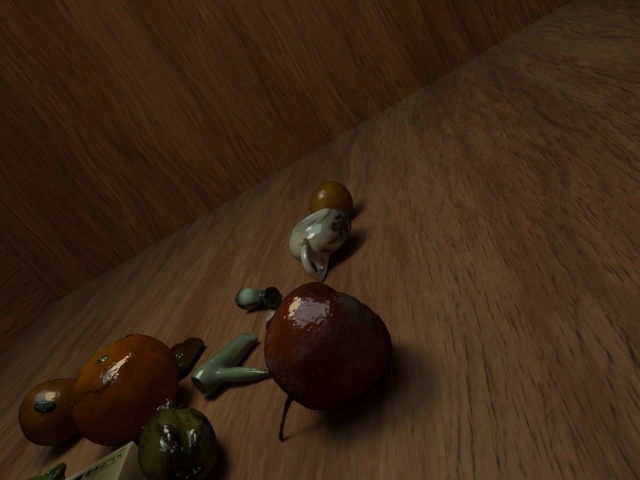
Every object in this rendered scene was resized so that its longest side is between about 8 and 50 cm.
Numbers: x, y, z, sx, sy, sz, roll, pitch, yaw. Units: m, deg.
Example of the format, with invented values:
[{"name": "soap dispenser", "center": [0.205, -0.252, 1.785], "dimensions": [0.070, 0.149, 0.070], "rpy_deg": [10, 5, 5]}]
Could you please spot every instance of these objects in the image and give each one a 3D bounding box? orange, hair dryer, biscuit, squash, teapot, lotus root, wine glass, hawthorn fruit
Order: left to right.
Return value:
[{"name": "squash", "center": [-0.680, 0.614, 1.406], "dimensions": [0.105, 0.105, 0.132], "rpy_deg": [-14, 8, 45]}, {"name": "orange", "center": [-0.768, 0.496, 1.660], "dimensions": [0.206, 0.206, 0.206], "rpy_deg": [-30, 19, 11]}, {"name": "orange", "center": [-0.486, 0.374, 1.435], "dimensions": [0.284, 0.226, 0.284], "rpy_deg": [-31, 23, 15]}, {"name": "biscuit", "center": [-0.444, 0.367, 1.683], "dimensions": [0.215, 0.034, 0.182], "rpy_deg": [-26, 19, 29]}, {"name": "lotus root", "center": [-0.296, 0.411, 1.165], "dimensions": [0.154, 0.154, 0.278], "rpy_deg": [-39, 20, -15]}, {"name": "hair dryer", "center": [-0.178, 0.299, 1.395], "dimensions": [0.237, 0.075, 0.206], "rpy_deg": [-5, 27, 42]}, {"name": "wine glass", "center": [-0.184, 0.170, 1.684], "dimensions": [0.155, 0.072, 0.072], "rpy_deg": [-9, 31, 50]}, {"name": "teapot", "center": [0.000, 0.000, 1.707], "dimensions": [0.204, 0.139, 0.298], "rpy_deg": [-19, 21, 33]}, {"name": "hawthorn fruit", "center": [0.006, 0.196, 1.046], "dimensions": [0.231, 0.235, 0.263], "rpy_deg": [-11, 31, 44]}, {"name": "orange", "center": [0.039, -0.120, 1.928], "dimensions": [0.136, 0.159, 0.159], "rpy_deg": [23, 49, 23]}]

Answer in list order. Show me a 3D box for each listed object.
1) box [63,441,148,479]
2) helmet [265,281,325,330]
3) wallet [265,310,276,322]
[{"name": "box", "center": [-0.469, 0.546, 1.189], "dimensions": [0.212, 0.095, 0.168], "rpy_deg": [-31, 16, 7]}, {"name": "helmet", "center": [-0.032, 0.190, 1.324], "dimensions": [0.175, 0.106, 0.155], "rpy_deg": [-34, 16, 7]}, {"name": "wallet", "center": [-0.113, 0.203, 1.576], "dimensions": [0.083, 0.011, 0.044], "rpy_deg": [-20, 23, 34]}]
